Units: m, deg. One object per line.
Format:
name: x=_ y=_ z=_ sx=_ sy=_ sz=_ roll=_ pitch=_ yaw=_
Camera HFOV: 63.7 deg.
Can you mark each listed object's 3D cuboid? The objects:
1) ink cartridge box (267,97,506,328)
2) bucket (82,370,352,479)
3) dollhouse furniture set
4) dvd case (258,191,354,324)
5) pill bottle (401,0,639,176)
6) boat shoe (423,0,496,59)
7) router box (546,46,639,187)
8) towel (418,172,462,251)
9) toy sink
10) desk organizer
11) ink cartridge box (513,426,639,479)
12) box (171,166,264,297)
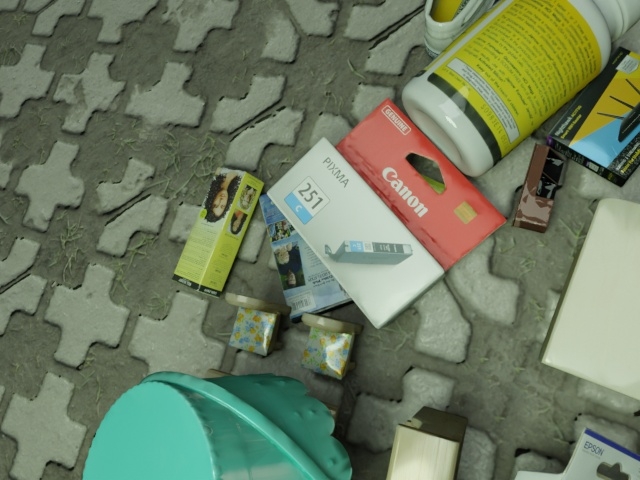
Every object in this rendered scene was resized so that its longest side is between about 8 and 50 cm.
ink cartridge box: x=0.099 y=-0.055 z=0.831 sx=0.261 sy=0.066 sz=0.296 roll=-43 pitch=74 yaw=9
bucket: x=-0.124 y=0.280 z=0.577 sx=0.281 sy=0.183 sz=0.281 roll=-13 pitch=69 yaw=36
dollhouse furniture set: x=-0.017 y=0.284 z=0.706 sx=0.393 sy=0.256 sz=0.362 roll=10 pitch=82 yaw=20
dvd case: x=0.000 y=0.000 z=0.916 sx=0.180 sy=0.022 sz=0.253 roll=-21 pitch=69 yaw=12
pill bottle: x=0.306 y=-0.271 z=0.791 sx=0.334 sy=0.188 sz=0.188 roll=-41 pitch=67 yaw=5
boat shoe: x=0.264 y=-0.506 z=0.887 sx=0.135 sy=0.156 sz=0.367 roll=24 pitch=85 yaw=23
router box: x=0.461 y=-0.190 z=0.792 sx=0.133 sy=0.046 sz=0.179 roll=39 pitch=91 yaw=24
towel: x=0.148 y=-0.071 z=0.870 sx=0.237 sy=0.021 sz=0.102 roll=27 pitch=84 yaw=18
toy sink: x=0.409 y=0.082 z=0.691 sx=0.152 sy=0.131 sz=0.234 roll=19 pitch=87 yaw=23
desk organizer: x=0.342 y=-0.081 z=0.805 sx=0.050 sy=0.047 sz=0.130 roll=16 pitch=81 yaw=20
ink cartridge box: x=0.272 y=0.410 z=0.628 sx=0.371 sy=0.175 sz=0.069 roll=-62 pitch=26 yaw=-3
box: x=-0.190 y=-0.017 z=0.957 sx=0.087 sy=0.058 sz=0.232 roll=13 pitch=80 yaw=39
